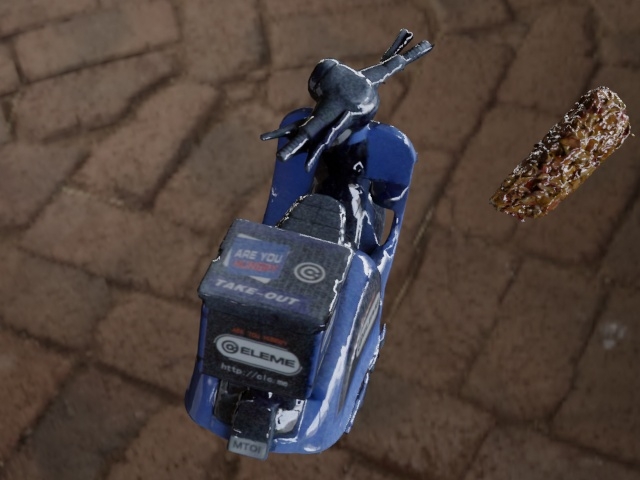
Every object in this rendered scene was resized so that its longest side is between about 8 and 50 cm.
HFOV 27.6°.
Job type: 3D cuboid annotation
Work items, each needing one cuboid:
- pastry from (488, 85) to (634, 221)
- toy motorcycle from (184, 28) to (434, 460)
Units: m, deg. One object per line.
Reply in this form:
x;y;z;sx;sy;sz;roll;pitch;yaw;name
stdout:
0.234;-0.076;1.240;0.063;0.087;0.169;41;77;13;pastry
0.000;0.000;0.945;0.125;0.213;0.358;14;39;5;toy motorcycle
